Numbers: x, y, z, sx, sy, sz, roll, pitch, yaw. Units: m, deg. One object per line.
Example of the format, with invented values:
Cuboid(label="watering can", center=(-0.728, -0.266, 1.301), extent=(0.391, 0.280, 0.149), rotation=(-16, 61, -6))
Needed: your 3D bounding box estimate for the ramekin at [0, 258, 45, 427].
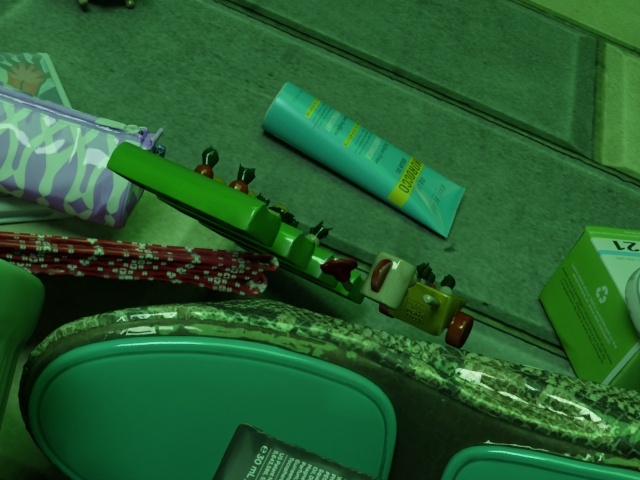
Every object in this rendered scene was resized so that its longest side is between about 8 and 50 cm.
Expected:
Cuboid(label="ramekin", center=(-0.284, 0.072, 0.418), extent=(0.303, 0.303, 0.148), rotation=(9, 78, -18))

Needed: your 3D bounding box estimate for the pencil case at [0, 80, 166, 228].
Cuboid(label="pencil case", center=(-0.225, -0.077, 0.738), extent=(0.206, 0.088, 0.086), rotation=(17, 42, -8))

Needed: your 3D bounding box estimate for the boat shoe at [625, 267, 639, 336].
Cuboid(label="boat shoe", center=(0.303, 0.097, 0.743), extent=(0.066, 0.063, 0.184), rotation=(-22, 88, -25))

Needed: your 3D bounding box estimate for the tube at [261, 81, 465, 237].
Cuboid(label="tube", center=(0.043, -0.079, 0.943), extent=(0.207, 0.052, 0.080), rotation=(31, 49, -2))

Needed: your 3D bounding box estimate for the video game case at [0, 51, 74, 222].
Cuboid(label="video game case", center=(-0.289, -0.090, 0.803), extent=(0.183, 0.023, 0.201), rotation=(-6, 48, -32))

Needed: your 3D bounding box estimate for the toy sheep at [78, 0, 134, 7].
Cuboid(label="toy sheep", center=(-0.224, -0.290, 1.011), extent=(0.091, 0.091, 0.132), rotation=(46, 31, 24))

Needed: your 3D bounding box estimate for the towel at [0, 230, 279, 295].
Cuboid(label="towel", center=(-0.188, 0.010, 0.651), extent=(0.275, 0.031, 0.199), rotation=(5, 0, -23))

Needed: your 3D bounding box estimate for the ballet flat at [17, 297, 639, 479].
Cuboid(label="ballet flat", center=(0.060, 0.127, 0.642), extent=(0.483, 0.164, 0.182), rotation=(12, 21, -1))

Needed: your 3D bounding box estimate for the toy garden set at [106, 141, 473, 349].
Cuboid(label="toy garden set", center=(0.000, 0.000, 0.678), extent=(0.204, 0.049, 0.244), rotation=(24, -5, 22))

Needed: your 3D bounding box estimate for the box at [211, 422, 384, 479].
Cuboid(label="box", center=(-0.006, 0.242, 0.430), extent=(0.184, 0.103, 0.261), rotation=(17, 59, 18))

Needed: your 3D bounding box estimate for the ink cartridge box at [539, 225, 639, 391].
Cuboid(label="ink cartridge box", center=(0.329, 0.116, 0.829), extent=(0.189, 0.097, 0.255), rotation=(4, 43, -22))
